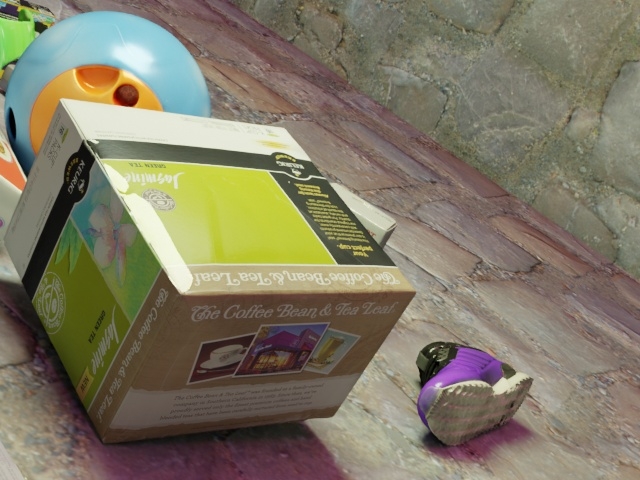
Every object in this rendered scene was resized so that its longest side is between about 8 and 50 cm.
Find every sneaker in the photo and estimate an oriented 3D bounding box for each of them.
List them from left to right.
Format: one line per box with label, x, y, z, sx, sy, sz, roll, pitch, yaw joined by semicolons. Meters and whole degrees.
sneaker;0.187;0.208;1.536;0.146;0.102;0.293;35;14;28

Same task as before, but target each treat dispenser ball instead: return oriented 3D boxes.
treat dispenser ball;-0.300;-0.180;1.511;0.288;0.288;0.288;26;18;-9

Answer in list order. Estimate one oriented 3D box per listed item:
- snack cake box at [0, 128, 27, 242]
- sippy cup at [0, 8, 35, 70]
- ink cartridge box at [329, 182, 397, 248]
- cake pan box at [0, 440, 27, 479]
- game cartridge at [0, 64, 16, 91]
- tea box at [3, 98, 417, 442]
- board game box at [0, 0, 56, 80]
snack cake box;-0.469;-0.119;1.343;0.152;0.089;0.264;46;3;-43
sippy cup;-0.587;-0.292;1.522;0.305;0.240;0.224;30;5;-29
ink cartridge box;0.018;0.017;1.646;0.127;0.175;0.072;32;18;9
cake pan box;-0.333;0.210;0.787;0.246;0.070;0.267;11;26;-49
game cartridge;-0.353;-0.187;1.827;0.355;0.068;0.230;36;16;21
tea box;-0.132;0.030;1.217;0.329;0.220;0.323;3;38;-42
board game box;-0.559;-0.352;1.816;0.170;0.141;0.048;12;27;-44
